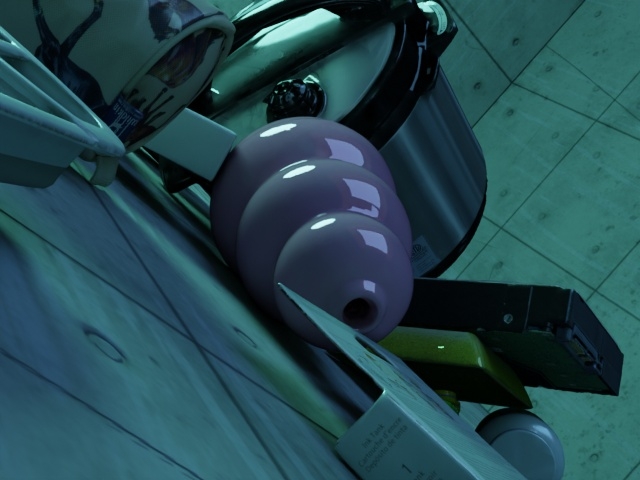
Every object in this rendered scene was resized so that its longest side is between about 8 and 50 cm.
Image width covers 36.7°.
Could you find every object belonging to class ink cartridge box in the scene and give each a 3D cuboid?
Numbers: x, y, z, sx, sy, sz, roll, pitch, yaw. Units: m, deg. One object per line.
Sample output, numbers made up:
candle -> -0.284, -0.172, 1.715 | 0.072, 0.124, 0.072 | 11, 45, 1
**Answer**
ink cartridge box -> 0.080, 0.159, 0.737 | 0.239, 0.060, 0.275 | 41, 1, 30
ink cartridge box -> -0.253, -0.171, 1.034 | 0.332, 0.065, 0.165 | 29, 4, -12

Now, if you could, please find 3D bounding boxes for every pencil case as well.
pencil case -> -0.282, -0.238, 0.821 | 0.410, 0.183, 0.160 | 39, -4, 0

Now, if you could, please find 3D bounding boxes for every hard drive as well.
hard drive -> 0.169, 0.111, 1.164 | 0.339, 0.064, 0.237 | 2, -22, 33

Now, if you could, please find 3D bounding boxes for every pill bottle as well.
pill bottle -> 0.224, 0.247, 1.107 | 0.103, 0.103, 0.184 | 42, 1, 11

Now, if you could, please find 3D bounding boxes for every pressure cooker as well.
pressure cooker -> 0.010, -0.154, 1.317 | 0.375, 0.370, 0.420 | 14, -26, 39

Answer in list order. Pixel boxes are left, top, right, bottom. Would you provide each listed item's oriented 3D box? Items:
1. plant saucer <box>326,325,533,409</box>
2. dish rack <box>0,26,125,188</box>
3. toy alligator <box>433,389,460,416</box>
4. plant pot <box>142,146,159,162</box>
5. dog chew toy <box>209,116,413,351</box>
plant saucer -> 0.131, 0.140, 1.101 | 0.188, 0.045, 0.188 | 2, -21, 31
dish rack -> -0.233, -0.117, 0.377 | 0.285, 0.072, 0.333 | 42, 1, 3
toy alligator -> 0.125, 0.202, 1.035 | 0.051, 0.056, 0.190 | -1, -23, 15
plant pot -> -0.226, -0.204, 1.531 | 0.205, 0.205, 0.188 | 43, -15, 49
dog chew toy -> 0.000, 0.000, 0.978 | 0.206, 0.206, 0.332 | 41, 9, -25
